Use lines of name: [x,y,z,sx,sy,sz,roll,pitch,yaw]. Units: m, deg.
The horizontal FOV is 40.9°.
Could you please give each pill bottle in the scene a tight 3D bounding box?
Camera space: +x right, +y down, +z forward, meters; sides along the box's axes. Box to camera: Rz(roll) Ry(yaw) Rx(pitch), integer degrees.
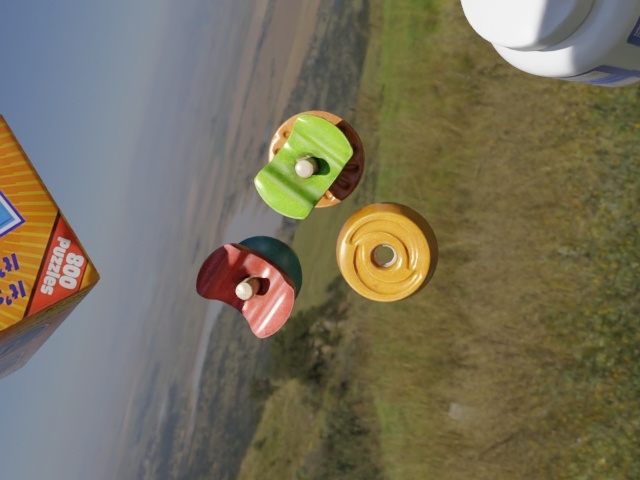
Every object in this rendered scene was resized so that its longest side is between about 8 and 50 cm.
pill bottle: [0.246,-0.228,0.814,0.152,0.272,0.152,4,97,38]

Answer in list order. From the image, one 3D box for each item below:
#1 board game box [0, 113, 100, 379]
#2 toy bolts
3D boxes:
board game box: [-0.491,0.016,0.800,0.356,0.356,0.356,-30,-3,-35]
toy bolts: [0.000,0.000,0.913,0.228,0.218,0.158,-50,-1,14]
